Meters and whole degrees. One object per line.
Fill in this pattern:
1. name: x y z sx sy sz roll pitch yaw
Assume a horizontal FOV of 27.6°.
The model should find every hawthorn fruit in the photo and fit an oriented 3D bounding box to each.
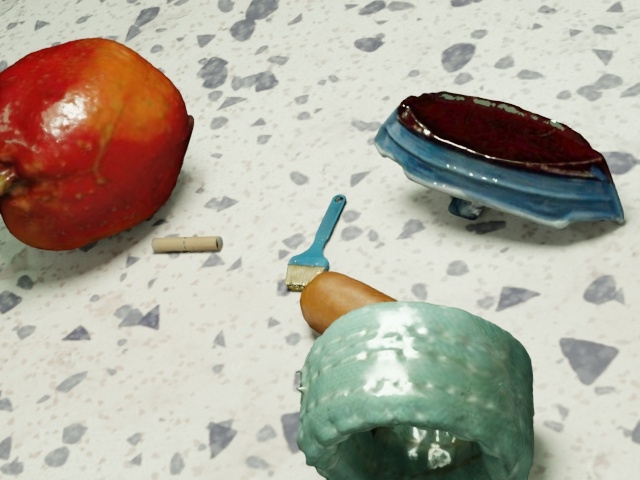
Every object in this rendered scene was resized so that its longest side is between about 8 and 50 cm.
1. hawthorn fruit: -0.323 -0.113 1.659 0.265 0.265 0.307 8 34 29

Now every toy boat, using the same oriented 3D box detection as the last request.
1. toy boat: 0.206 -0.079 1.519 0.309 0.142 0.129 18 49 15

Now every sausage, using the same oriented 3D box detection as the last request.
1. sausage: 0.053 0.091 1.438 0.076 0.076 0.197 -41 44 -22

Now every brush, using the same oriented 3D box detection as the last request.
1. brush: 0.000 0.000 1.601 0.051 0.014 0.164 4 46 24

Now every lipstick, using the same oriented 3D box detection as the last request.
1. lipstick: -0.170 0.004 1.661 0.094 0.019 0.019 -1 45 21

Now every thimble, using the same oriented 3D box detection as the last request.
1. thimble: 0.088 0.165 1.242 0.235 0.198 0.143 12 48 -4
